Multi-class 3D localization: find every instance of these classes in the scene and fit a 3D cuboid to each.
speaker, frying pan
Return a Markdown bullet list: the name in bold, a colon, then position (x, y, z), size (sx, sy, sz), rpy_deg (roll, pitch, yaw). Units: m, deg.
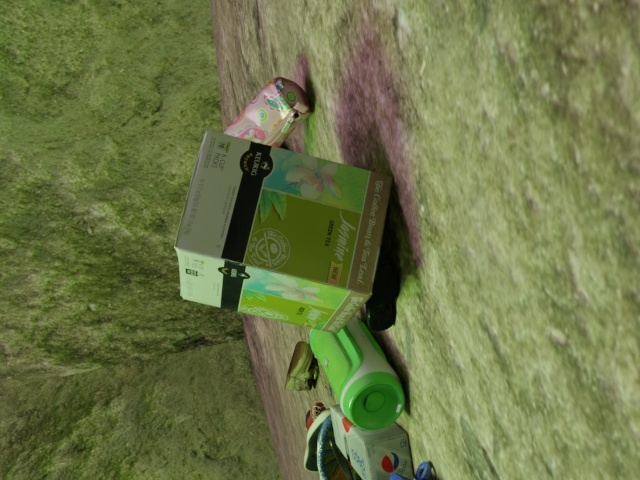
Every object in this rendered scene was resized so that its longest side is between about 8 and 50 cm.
- **speaker**: position (0.066, 0.245, 1.490), size (0.296, 0.131, 0.131), rpy_deg (-125, 27, -63)
- **frying pan**: position (0.097, 0.579, 1.577), size (0.326, 0.053, 0.197), rpy_deg (60, 177, -39)

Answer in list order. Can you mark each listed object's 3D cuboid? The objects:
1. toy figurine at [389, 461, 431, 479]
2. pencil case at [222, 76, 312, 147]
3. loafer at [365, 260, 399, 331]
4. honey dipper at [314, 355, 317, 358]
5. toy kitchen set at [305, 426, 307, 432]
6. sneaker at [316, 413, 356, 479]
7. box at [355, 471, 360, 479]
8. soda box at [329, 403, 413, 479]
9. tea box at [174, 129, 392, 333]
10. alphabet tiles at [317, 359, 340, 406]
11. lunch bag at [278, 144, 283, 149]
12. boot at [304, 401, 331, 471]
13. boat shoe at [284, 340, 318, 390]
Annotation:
- **toy figurine**: position (0.166, 0.498, 1.335), size (0.362, 0.191, 0.217), rpy_deg (162, 127, -79)
- **pencil case**: position (-0.143, -0.252, 1.752), size (0.284, 0.124, 0.124), rpy_deg (-41, 48, 26)
- **loafer**: position (0.102, 0.091, 1.347), size (0.170, 0.062, 0.061), rpy_deg (94, 166, -46)
- **honey dipper**: position (0.002, 0.296, 2.066), size (0.161, 0.030, 0.031), rpy_deg (106, 151, -67)
- **toy kitchen set**: position (0.011, 0.579, 2.268), size (0.083, 0.075, 0.068), rpy_deg (41, -177, -17)
- **sneaker**: position (0.032, 0.550, 1.838), size (0.131, 0.111, 0.297), rpy_deg (-153, 56, -68)
- **box**: position (0.062, 0.582, 1.998), size (0.178, 0.042, 0.109), rpy_deg (169, 89, -77)
- **soda box**: position (0.099, 0.412, 1.555), size (0.286, 0.091, 0.098), rpy_deg (-168, 68, -77)
- **tea box**: position (-0.073, 0.002, 1.339), size (0.329, 0.323, 0.220), rpy_deg (113, 169, -71)
- **alphabet tiles**: position (0.048, 0.365, 1.875), size (0.342, 0.011, 0.285), rpy_deg (-137, 34, -65)
- **lunch bag**: position (-0.157, -0.134, 2.156), size (0.258, 0.120, 0.293), rpy_deg (-90, 4, -68)
- **boot**: position (0.004, 0.473, 1.991), size (0.176, 0.088, 0.244), rpy_deg (-90, 12, -47)
- **boat shoe**: position (-0.047, 0.386, 2.288), size (0.285, 0.089, 0.105), rpy_deg (109, 175, -62)
